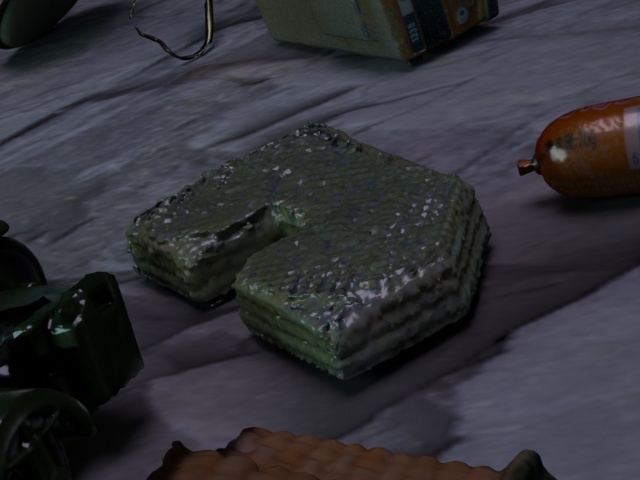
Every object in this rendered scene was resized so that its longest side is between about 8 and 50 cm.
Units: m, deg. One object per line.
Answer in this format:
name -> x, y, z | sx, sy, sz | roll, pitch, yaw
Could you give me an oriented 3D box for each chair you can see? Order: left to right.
chair -> -0.214, -0.223, 1.600 | 0.325, 0.170, 0.160 | 38, 41, 9

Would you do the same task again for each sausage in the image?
sausage -> 0.268, -0.065, 1.026 | 0.347, 0.053, 0.053 | -8, 27, 22

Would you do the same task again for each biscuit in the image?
biscuit -> 0.000, 0.000, 1.084 | 0.147, 0.046, 0.250 | -28, 26, -21

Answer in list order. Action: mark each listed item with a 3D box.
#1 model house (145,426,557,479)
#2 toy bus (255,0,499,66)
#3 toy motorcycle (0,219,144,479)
model house -> 0.030, 0.148, 0.652 | 0.172, 0.167, 0.183 | 4, 14, 12
toy bus -> 0.031, -0.185, 1.394 | 0.103, 0.091, 0.182 | -33, 26, -25
toy motorcycle -> -0.183, 0.066, 0.982 | 0.205, 0.127, 0.275 | -6, 31, 32
